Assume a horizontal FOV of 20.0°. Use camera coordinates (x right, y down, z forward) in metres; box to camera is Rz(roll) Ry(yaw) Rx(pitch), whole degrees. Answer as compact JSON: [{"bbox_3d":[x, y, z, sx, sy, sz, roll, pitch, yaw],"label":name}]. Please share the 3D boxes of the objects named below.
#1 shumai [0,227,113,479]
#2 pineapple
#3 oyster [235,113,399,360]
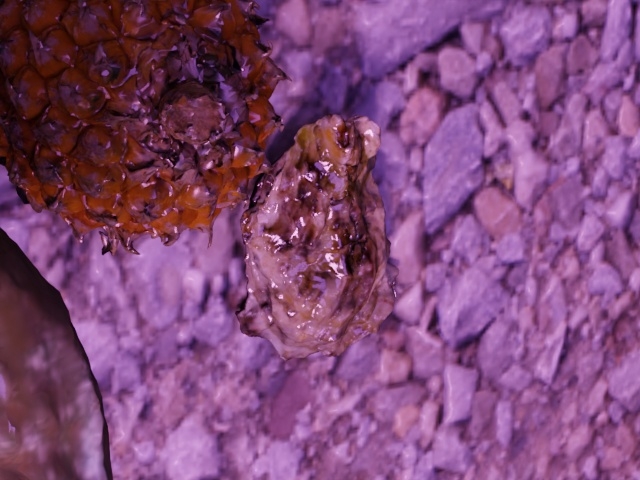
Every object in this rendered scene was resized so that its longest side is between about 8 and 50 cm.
[{"bbox_3d":[-0.307,0.085,0.761,0.397,0.323,0.324,-4,106,-21],"label":"shumai"},{"bbox_3d":[-0.084,-0.070,0.945,0.161,0.137,0.176,-25,113,-20],"label":"pineapple"},{"bbox_3d":[-0.003,0.000,1.059,0.108,0.053,0.166,-17,119,-12],"label":"oyster"}]
